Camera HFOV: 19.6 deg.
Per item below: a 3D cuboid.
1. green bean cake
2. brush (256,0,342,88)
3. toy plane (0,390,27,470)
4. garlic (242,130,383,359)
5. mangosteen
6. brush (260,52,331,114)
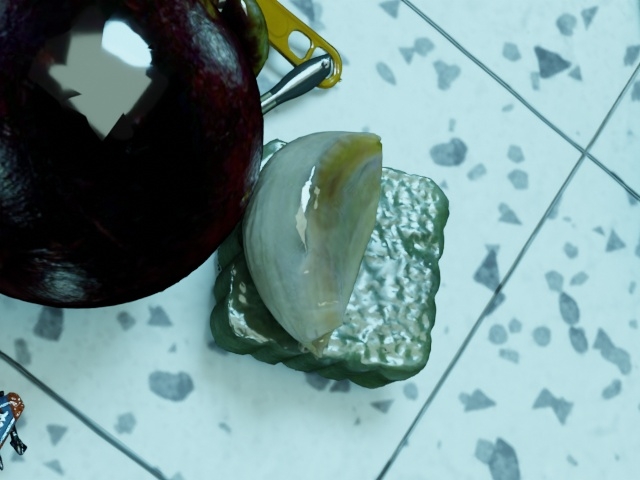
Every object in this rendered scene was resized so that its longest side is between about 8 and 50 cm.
[{"bbox_3d":[0.004,0.022,1.573,0.185,0.094,0.183,14,73,-19],"label":"green bean cake"},{"bbox_3d":[-0.089,-0.229,1.581,0.314,0.017,0.090,39,66,-29],"label":"brush"},{"bbox_3d":[-0.282,0.184,1.435,0.130,0.061,0.189,-13,87,-25],"label":"toy plane"},{"bbox_3d":[-0.010,-0.011,1.490,0.101,0.087,0.195,20,67,-25],"label":"garlic"},{"bbox_3d":[-0.174,-0.114,1.419,0.307,0.307,0.347,44,56,-7],"label":"mangosteen"},{"bbox_3d":[-0.067,-0.106,1.602,0.193,0.016,0.063,-33,96,-12],"label":"brush"}]
